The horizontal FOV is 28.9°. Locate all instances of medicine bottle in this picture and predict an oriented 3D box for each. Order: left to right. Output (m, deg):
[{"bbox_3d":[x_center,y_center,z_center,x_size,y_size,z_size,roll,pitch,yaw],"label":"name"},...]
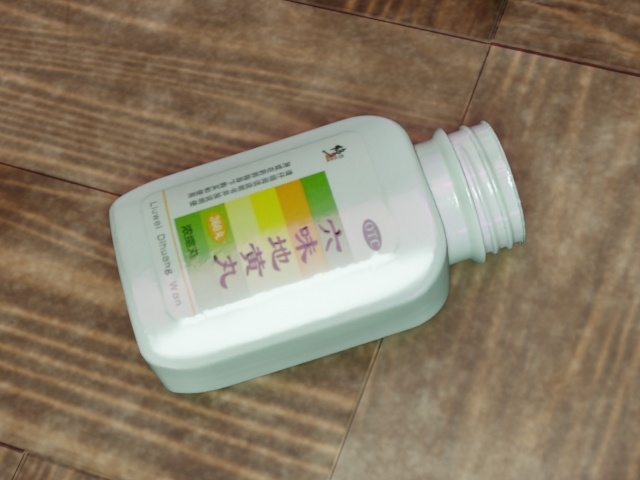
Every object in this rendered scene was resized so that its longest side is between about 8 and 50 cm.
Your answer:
[{"bbox_3d":[0.000,0.000,1.028,0.324,0.124,0.179,-16,62,-1],"label":"medicine bottle"}]
